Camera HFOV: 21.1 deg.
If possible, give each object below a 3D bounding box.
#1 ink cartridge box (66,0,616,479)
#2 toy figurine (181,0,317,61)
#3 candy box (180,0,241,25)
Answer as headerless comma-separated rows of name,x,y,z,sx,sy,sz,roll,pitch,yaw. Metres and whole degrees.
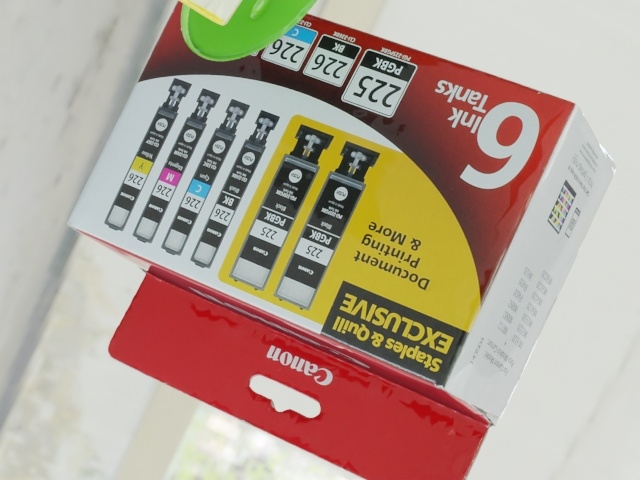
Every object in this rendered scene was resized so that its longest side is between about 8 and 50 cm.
ink cartridge box,0.000,0.000,1.176,0.272,0.309,0.130,-65,153,-7
toy figurine,-0.070,-0.233,1.122,0.173,0.159,0.130,-52,154,20
candy box,-0.089,-0.165,0.577,0.105,0.206,0.027,-55,-152,14
